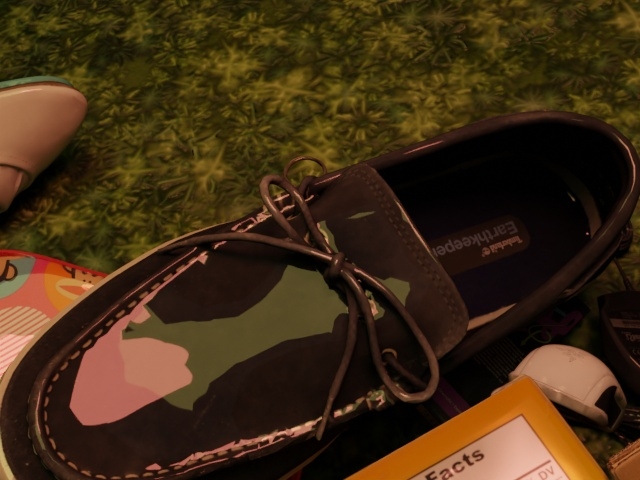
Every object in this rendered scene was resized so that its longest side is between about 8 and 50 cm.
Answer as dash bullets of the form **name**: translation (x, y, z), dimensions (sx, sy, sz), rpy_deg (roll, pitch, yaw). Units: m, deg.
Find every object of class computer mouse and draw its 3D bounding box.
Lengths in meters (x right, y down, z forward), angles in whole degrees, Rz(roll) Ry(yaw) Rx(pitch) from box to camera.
- **computer mouse**: translation (0.241, 0.040, 0.842), dimensions (0.071, 0.041, 0.242), rpy_deg (6, 44, -14)
- **computer mouse**: translation (0.182, 0.103, 0.710), dimensions (0.106, 0.193, 0.042), rpy_deg (23, 84, 25)

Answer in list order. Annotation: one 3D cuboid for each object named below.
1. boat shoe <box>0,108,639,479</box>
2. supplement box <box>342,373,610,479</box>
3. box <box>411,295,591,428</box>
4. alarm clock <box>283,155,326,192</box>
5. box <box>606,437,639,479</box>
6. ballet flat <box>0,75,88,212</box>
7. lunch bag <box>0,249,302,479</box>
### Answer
- **boat shoe**: translation (0.016, 0.034, 0.691), dimensions (0.500, 0.156, 0.187), rpy_deg (-22, 74, -24)
- **supplement box**: translation (0.134, 0.292, 0.570), dimensions (0.194, 0.195, 0.356), rpy_deg (-26, 54, -10)
- **box**: translation (0.122, 0.067, 0.820), dimensions (0.162, 0.029, 0.116), rpy_deg (-40, 81, -18)
- **alarm clock**: translation (0.000, 0.000, 0.897), dimensions (0.129, 0.064, 0.192), rpy_deg (-13, 55, 1)
- **box**: translation (0.280, 0.154, 0.541), dimensions (0.164, 0.021, 0.201), rpy_deg (-37, 86, 8)
- **ballet flat**: translation (-0.403, -0.041, 0.980), dimensions (0.400, 0.139, 0.139), rpy_deg (-14, 52, 5)
- **lunch bag**: translation (-0.158, 0.156, 0.730), dimensions (0.293, 0.120, 0.258), rpy_deg (15, 59, -4)
